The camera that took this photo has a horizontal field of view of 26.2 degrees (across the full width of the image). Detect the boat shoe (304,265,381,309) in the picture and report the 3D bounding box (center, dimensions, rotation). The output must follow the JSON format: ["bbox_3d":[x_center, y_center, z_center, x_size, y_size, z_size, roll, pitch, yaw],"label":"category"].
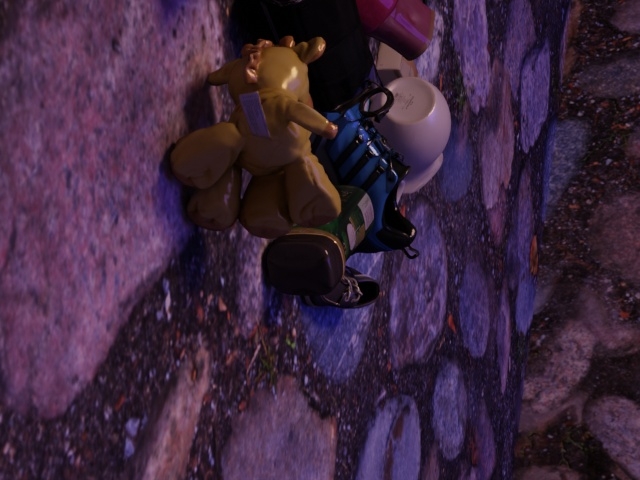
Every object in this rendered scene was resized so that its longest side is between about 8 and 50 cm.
[{"bbox_3d":[0.030,0.059,1.891,0.206,0.065,0.075,21,72,-71],"label":"boat shoe"}]

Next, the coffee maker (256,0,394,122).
[{"bbox_3d":[0.004,-0.249,1.607,0.120,0.171,0.178,-57,146,-28],"label":"coffee maker"}]

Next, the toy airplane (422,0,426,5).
[{"bbox_3d":[0.154,-0.411,2.267,0.151,0.028,0.151,1,90,-72],"label":"toy airplane"}]

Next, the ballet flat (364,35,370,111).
[{"bbox_3d":[0.036,-0.239,1.918,0.052,0.057,0.168,13,75,-43],"label":"ballet flat"}]

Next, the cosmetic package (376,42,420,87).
[{"bbox_3d":[0.123,-0.264,2.169,0.115,0.041,0.060,56,41,-62],"label":"cosmetic package"}]

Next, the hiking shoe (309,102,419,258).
[{"bbox_3d":[0.057,-0.120,1.837,0.113,0.132,0.304,-60,145,-55],"label":"hiking shoe"}]

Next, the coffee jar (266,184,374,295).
[{"bbox_3d":[0.000,0.000,1.744,0.184,0.096,0.079,-56,141,-57],"label":"coffee jar"}]

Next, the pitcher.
[{"bbox_3d":[0.125,-0.139,2.097,0.177,0.125,0.207,-62,164,-22],"label":"pitcher"}]

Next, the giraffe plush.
[{"bbox_3d":[-0.060,-0.129,1.451,0.210,0.181,0.170,98,-3,-46],"label":"giraffe plush"}]

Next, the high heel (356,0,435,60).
[{"bbox_3d":[0.077,-0.428,1.945,0.181,0.127,0.377,31,37,-30],"label":"high heel"}]
